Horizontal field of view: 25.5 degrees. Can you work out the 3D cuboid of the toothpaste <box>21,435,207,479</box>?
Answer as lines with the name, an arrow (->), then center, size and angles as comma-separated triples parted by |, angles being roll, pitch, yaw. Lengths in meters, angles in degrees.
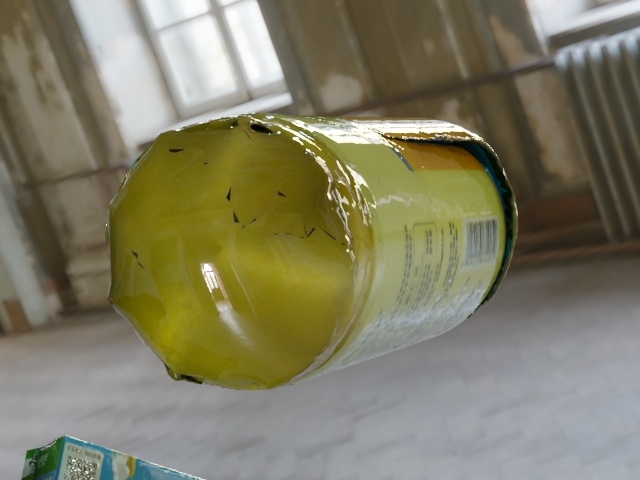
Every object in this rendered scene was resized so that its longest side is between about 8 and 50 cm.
toothpaste -> -0.112, 0.223, 1.151 | 0.267, 0.050, 0.065 | 23, -33, -29

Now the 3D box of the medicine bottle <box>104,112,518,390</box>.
medicine bottle -> 0.000, 0.000, 0.645 | 0.124, 0.124, 0.239 | -15, -5, 24
